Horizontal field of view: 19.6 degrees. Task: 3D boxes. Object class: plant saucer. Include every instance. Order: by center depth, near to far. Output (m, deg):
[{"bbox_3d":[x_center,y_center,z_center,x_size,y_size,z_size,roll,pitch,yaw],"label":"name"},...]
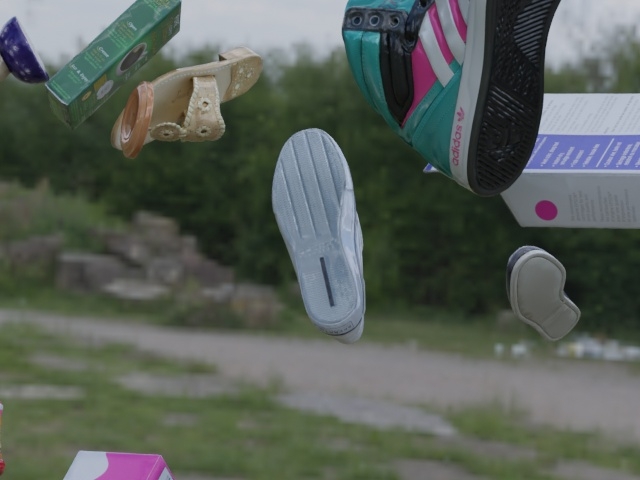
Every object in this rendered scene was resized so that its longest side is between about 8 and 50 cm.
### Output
[{"bbox_3d":[-0.196,-0.128,1.961,0.013,0.083,0.083,12,1,-21],"label":"plant saucer"}]

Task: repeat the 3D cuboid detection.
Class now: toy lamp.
[{"bbox_3d":[-0.400,-0.126,1.776,0.275,0.080,0.080,-28,7,-3],"label":"toy lamp"}]

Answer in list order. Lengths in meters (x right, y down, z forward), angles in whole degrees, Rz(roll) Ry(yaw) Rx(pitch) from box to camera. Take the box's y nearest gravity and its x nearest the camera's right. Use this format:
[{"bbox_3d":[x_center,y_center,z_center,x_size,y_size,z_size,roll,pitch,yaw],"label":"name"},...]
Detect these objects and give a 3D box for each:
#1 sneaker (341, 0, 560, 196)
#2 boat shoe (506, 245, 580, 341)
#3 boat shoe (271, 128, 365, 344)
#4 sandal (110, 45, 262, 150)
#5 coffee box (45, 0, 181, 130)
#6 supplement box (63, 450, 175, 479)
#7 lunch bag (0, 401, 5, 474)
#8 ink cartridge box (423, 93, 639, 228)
[{"bbox_3d":[0.108,-0.202,1.509,0.124,0.295,0.178,-9,28,-44],"label":"sneaker"},{"bbox_3d":[0.241,0.052,2.123,0.065,0.075,0.206,49,-1,31],"label":"boat shoe"},{"bbox_3d":[0.000,0.000,1.864,0.083,0.226,0.076,-9,-27,8],"label":"boat shoe"},{"bbox_3d":[-0.133,-0.156,2.164,0.079,0.088,0.240,34,44,24],"label":"sandal"},{"bbox_3d":[-0.238,-0.213,2.146,0.040,0.184,0.113,44,-11,6],"label":"coffee box"},{"bbox_3d":[-0.197,0.341,2.012,0.111,0.220,0.114,-1,41,30],"label":"supplement box"},{"bbox_3d":[-0.566,0.261,2.318,0.293,0.120,0.258,-20,-23,39],"label":"lunch bag"},{"bbox_3d":[0.294,-0.074,1.645,0.371,0.069,0.176,4,29,23],"label":"ink cartridge box"}]
